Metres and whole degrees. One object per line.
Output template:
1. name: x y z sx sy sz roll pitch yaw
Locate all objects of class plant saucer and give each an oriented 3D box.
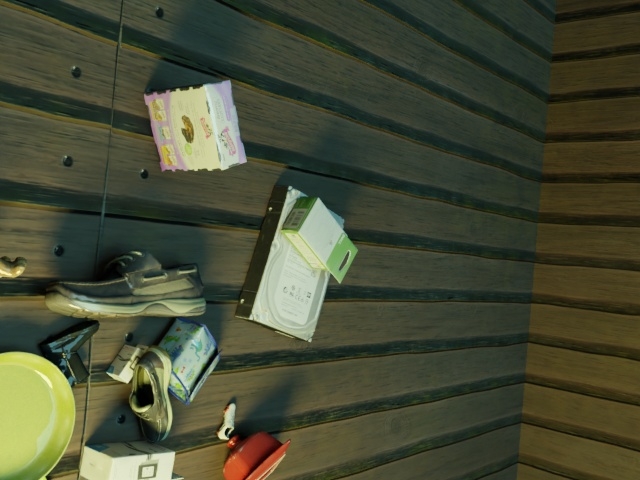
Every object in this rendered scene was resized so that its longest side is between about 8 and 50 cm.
1. plant saucer: -0.536 0.309 1.153 0.241 0.037 0.240 5 84 -49

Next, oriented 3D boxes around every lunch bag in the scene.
1. lunch bag: -0.279 0.260 1.443 0.128 0.096 0.151 -56 146 -33

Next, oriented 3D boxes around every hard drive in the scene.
1. hard drive: -0.066 0.061 1.686 0.237 0.064 0.338 31 69 -46

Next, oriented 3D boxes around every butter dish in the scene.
1. butter dish: -0.169 0.503 1.575 0.160 0.118 0.159 -32 160 -42

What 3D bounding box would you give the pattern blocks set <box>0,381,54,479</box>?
1. pattern blocks set: -0.582 0.406 1.155 0.285 0.026 0.324 37 66 -44

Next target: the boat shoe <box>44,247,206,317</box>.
1. boat shoe: -0.369 0.084 1.312 0.355 0.133 0.130 10 76 -57

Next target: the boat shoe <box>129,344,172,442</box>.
1. boat shoe: -0.344 0.315 1.348 0.073 0.080 0.223 -30 135 -54

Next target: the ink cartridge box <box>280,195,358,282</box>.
1. ink cartridge box: 0.000 0.000 1.659 0.209 0.062 0.108 51 57 -39

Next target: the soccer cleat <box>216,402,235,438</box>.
1. soccer cleat: -0.211 0.419 1.569 0.029 0.036 0.083 39 65 -43

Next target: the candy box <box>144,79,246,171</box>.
1. candy box: -0.250 -0.224 1.349 0.070 0.196 0.164 -26 113 -45

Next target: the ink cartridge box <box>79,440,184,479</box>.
1. ink cartridge box: -0.366 0.439 1.344 0.180 0.104 0.060 13 82 -49

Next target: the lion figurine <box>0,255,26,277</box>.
1. lion figurine: -0.613 0.071 1.010 0.240 0.142 0.391 31 74 -38

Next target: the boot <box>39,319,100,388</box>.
1. boot: -0.456 0.215 1.267 0.121 0.045 0.099 -28 111 -36

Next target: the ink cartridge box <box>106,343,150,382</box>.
1. ink cartridge box: -0.382 0.237 1.351 0.028 0.048 0.083 53 54 -37
